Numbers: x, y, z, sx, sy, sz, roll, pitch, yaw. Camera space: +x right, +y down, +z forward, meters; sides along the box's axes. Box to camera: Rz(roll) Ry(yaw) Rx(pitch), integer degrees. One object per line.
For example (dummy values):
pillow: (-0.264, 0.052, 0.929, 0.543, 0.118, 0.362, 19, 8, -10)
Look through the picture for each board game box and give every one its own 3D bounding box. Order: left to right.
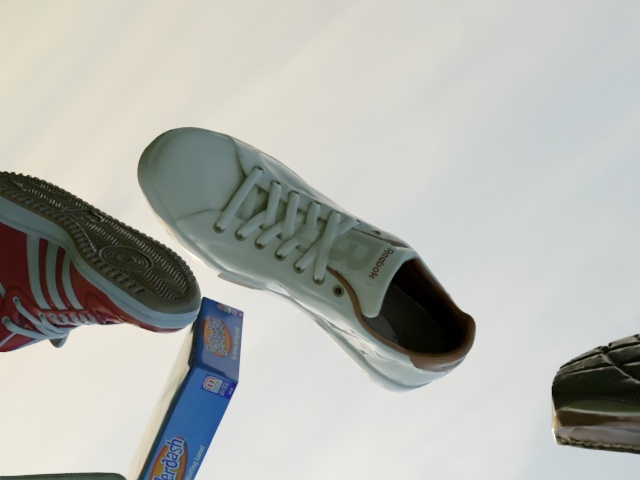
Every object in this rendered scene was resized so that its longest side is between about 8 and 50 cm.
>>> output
board game box: (-0.132, 0.177, 1.461, 0.160, 0.047, 0.210, -94, -154, -70)

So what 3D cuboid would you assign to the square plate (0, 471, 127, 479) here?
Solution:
square plate: (-0.290, 0.298, 0.907, 0.344, 0.049, 0.347, -5, -128, 21)

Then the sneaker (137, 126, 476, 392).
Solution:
sneaker: (0.000, 0.000, 1.193, 0.106, 0.290, 0.123, -60, -168, -24)

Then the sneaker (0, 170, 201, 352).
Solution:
sneaker: (-0.093, 0.025, 0.594, 0.118, 0.042, 0.067, 30, -70, 39)

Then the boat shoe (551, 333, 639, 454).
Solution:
boat shoe: (0.304, 0.120, 0.973, 0.324, 0.120, 0.122, -3, -164, 22)
